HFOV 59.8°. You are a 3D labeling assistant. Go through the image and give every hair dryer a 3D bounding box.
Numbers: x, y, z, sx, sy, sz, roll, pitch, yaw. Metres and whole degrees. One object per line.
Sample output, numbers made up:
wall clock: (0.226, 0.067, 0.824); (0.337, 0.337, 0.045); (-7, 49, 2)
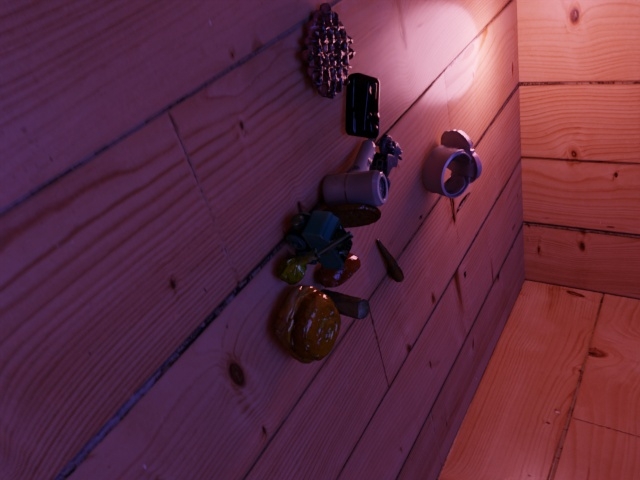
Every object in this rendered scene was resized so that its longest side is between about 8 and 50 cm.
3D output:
hair dryer: (0.137, -0.236, 1.708); (0.357, 0.173, 0.107); (-69, 147, -41)

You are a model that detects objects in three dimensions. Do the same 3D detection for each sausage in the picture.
sausage: (0.060, 0.086, 1.714); (0.179, 0.089, 0.089); (-31, 123, -50)

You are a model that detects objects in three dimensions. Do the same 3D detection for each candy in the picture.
candy: (-0.015, 0.039, 1.459); (0.073, 0.262, 0.077); (42, 37, -21)

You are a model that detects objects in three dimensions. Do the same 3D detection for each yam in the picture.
yam: (0.063, 0.193, 1.678); (0.068, 0.169, 0.068); (-10, 104, -46)

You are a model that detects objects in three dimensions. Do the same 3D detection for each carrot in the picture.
carrot: (0.254, 0.074, 2.053); (0.049, 0.049, 0.254); (-61, 138, -27)

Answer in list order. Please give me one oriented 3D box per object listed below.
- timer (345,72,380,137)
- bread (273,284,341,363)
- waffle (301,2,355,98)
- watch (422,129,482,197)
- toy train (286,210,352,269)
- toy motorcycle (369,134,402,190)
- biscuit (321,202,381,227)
timer: (0.136, -0.413, 1.711); (0.144, 0.055, 0.187); (-5, 98, -49)
bread: (-0.032, 0.239, 1.579); (0.198, 0.120, 0.236); (-65, 145, -26)
waffle: (0.020, -0.512, 1.529); (0.221, 0.055, 0.234); (44, 57, -50)
watch: (0.514, -0.309, 2.269); (0.231, 0.196, 0.244); (-27, 122, -27)
toy train: (0.000, 0.000, 1.538); (0.198, 0.154, 0.107); (57, 49, -45)
toy motorcycle: (0.219, -0.250, 1.884); (0.122, 0.080, 0.215); (-14, 115, -53)
biscuit: (0.084, -0.073, 1.623); (0.188, 0.188, 0.027); (21, 61, -57)
